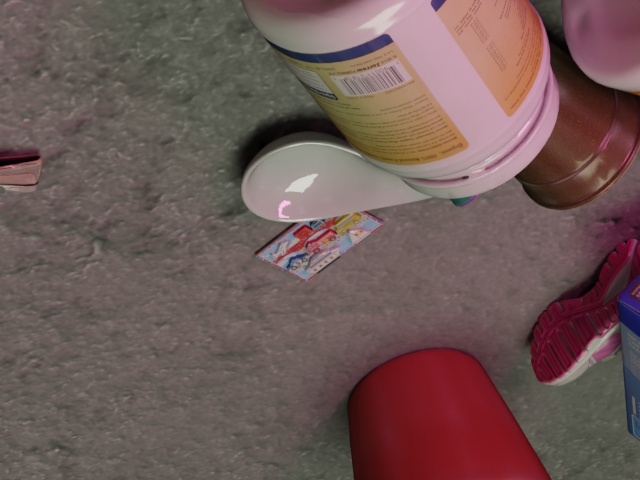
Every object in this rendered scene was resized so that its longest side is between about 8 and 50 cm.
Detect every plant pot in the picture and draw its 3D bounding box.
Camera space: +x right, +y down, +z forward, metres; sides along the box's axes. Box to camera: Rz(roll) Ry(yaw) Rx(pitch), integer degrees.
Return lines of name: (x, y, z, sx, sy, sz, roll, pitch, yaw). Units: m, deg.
plant pot: (0.235, -0.143, 2.051, 0.167, 0.167, 0.165, -37, 131, 23)
plant pot: (0.159, 0.294, 2.493, 0.274, 0.243, 0.275, -11, 143, -8)

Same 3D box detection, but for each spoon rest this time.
spoon rest: (0.047, -0.078, 2.105, 0.276, 0.084, 0.137, -12, 143, -10)

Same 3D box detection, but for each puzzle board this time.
puzzle board: (0.000, 0.000, 2.245, 0.128, 0.011, 0.096, -37, 139, 24)

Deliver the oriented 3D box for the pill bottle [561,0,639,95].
pill bottle: (0.463, -0.229, 1.968, 0.392, 0.224, 0.224, 10, 135, -32)

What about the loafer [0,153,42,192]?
loafer: (-0.349, -0.077, 1.981, 0.125, 0.045, 0.039, 3, 122, -36)

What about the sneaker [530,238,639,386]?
sneaker: (0.378, 0.109, 2.467, 0.111, 0.103, 0.252, 19, 131, -37)

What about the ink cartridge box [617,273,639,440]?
ink cartridge box: (0.510, 0.094, 2.378, 0.270, 0.151, 0.395, -44, 146, -19)

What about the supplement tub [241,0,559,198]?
supplement tub: (0.086, -0.201, 1.833, 0.228, 0.228, 0.316, -27, 140, 12)

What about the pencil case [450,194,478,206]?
pencil case: (0.121, -0.111, 2.046, 0.151, 0.064, 0.070, 45, 132, -6)
